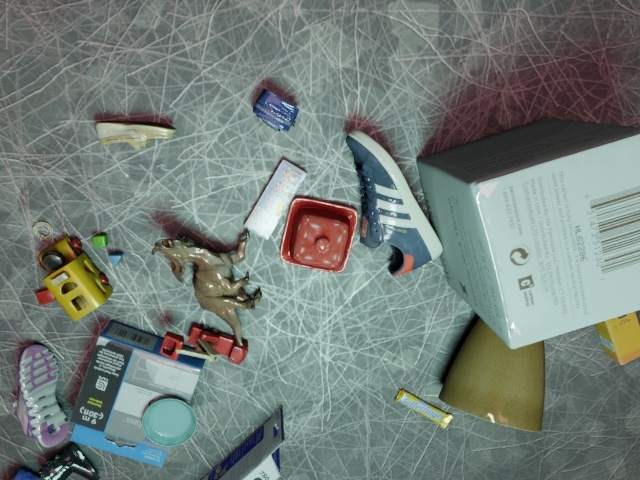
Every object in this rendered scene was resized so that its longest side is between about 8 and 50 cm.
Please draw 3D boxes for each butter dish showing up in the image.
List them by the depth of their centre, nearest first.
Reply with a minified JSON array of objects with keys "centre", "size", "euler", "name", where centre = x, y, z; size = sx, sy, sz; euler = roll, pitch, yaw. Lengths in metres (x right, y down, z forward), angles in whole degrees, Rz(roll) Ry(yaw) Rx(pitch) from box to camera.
[{"centre":[0.000,0.000,1.343],"size":[0.160,0.118,0.160],"euler":[12,103,-8],"name":"butter dish"}]

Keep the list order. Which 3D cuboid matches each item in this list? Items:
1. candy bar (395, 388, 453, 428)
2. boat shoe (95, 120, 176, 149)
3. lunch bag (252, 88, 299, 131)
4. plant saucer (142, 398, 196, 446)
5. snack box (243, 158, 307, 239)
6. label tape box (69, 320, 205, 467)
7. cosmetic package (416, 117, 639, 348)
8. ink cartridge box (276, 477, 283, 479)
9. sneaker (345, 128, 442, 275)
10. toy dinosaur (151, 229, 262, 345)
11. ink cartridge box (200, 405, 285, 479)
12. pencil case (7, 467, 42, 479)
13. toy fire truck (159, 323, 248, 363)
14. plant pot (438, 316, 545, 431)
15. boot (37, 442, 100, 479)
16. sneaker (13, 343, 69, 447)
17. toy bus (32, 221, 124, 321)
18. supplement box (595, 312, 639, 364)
[{"centre":[0.257,0.422,1.519],"size":[0.161,0.018,0.040],"euler":[31,99,-12],"name":"candy bar"},{"centre":[-0.392,-0.222,1.289],"size":[0.170,0.063,0.059],"euler":[4,106,4],"name":"boat shoe"},{"centre":[-0.094,-0.273,1.295],"size":[0.098,0.067,0.065],"euler":[30,100,-12],"name":"lunch bag"},{"centre":[-0.337,0.404,1.355],"size":[0.119,0.021,0.119],"euler":[-2,104,-7],"name":"plant saucer"},{"centre":[-0.102,-0.092,1.362],"size":[0.064,0.022,0.178],"euler":[30,100,-10],"name":"snack box"},{"centre":[-0.436,0.387,1.408],"size":[0.240,0.106,0.334],"euler":[20,101,-9],"name":"label tape box"},{"centre":[0.430,-0.040,1.227],"size":[0.327,0.394,0.329],"euler":[-18,104,-1],"name":"cosmetic package"},{"centre":[-0.153,0.698,1.521],"size":[0.190,0.082,0.139],"euler":[-38,104,6],"name":"ink cartridge box"},{"centre":[0.127,-0.071,1.329],"size":[0.148,0.131,0.350],"euler":[-34,104,-1],"name":"sneaker"},{"centre":[-0.246,0.095,1.350],"size":[0.200,0.127,0.296],"euler":[-7,117,5],"name":"toy dinosaur"},{"centre":[-0.186,0.556,1.440],"size":[0.332,0.165,0.065],"euler":[-44,103,7],"name":"ink cartridge box"},{"centre":[-0.625,0.669,1.449],"size":[0.306,0.133,0.119],"euler":[31,122,-10],"name":"pencil case"},{"centre":[-0.257,0.242,1.371],"size":[0.192,0.135,0.047],"euler":[21,101,-9],"name":"toy fire truck"},{"centre":[0.425,0.281,1.411],"size":[0.237,0.237,0.254],"euler":[17,86,-9],"name":"plant pot"},{"centre":[-0.602,0.557,1.446],"size":[0.099,0.045,0.121],"euler":[-40,99,-27],"name":"boot"},{"centre":[-0.662,0.357,1.394],"size":[0.104,0.095,0.236],"euler":[-6,95,32],"name":"sneaker"},{"centre":[-0.551,0.076,1.323],"size":[0.202,0.104,0.191],"euler":[11,102,-8],"name":"toy bus"},{"centre":[0.711,0.179,1.468],"size":[0.078,0.080,0.233],"euler":[-24,106,1],"name":"supplement box"}]
